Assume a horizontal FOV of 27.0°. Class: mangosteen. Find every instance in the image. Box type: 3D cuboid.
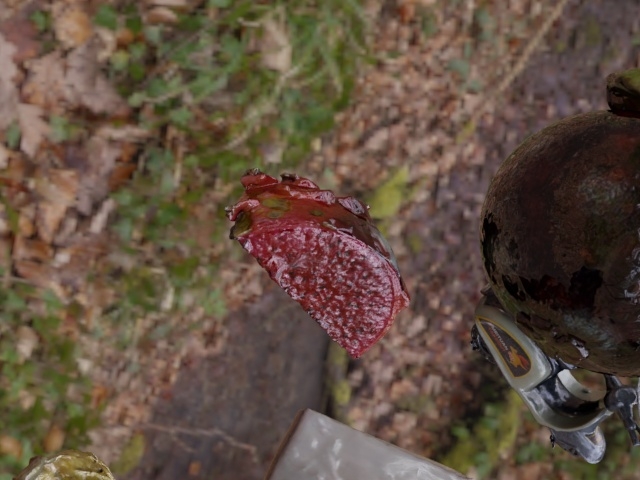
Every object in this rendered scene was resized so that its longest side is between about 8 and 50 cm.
[{"bbox_3d":[0.295,-0.009,1.286,0.288,0.288,0.288,-21,115,-55],"label":"mangosteen"}]

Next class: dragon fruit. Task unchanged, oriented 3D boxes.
[{"bbox_3d":[0.008,-0.009,1.532,0.274,0.126,0.161,46,20,-36],"label":"dragon fruit"}]

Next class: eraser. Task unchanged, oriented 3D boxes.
[{"bbox_3d":[0.029,0.252,1.054,0.343,0.144,0.078,92,24,-59],"label":"eraser"}]

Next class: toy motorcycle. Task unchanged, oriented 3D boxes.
[{"bbox_3d":[0.281,0.150,1.577,0.091,0.157,0.263,-37,98,-34],"label":"toy motorcycle"}]

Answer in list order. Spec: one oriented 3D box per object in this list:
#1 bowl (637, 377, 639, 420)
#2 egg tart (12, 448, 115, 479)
[{"bbox_3d":[0.494,0.190,1.420,0.144,0.287,0.287,-29,124,-32],"label":"bowl"},{"bbox_3d":[-0.335,0.451,1.807,0.341,0.129,0.341,-22,115,-60],"label":"egg tart"}]
